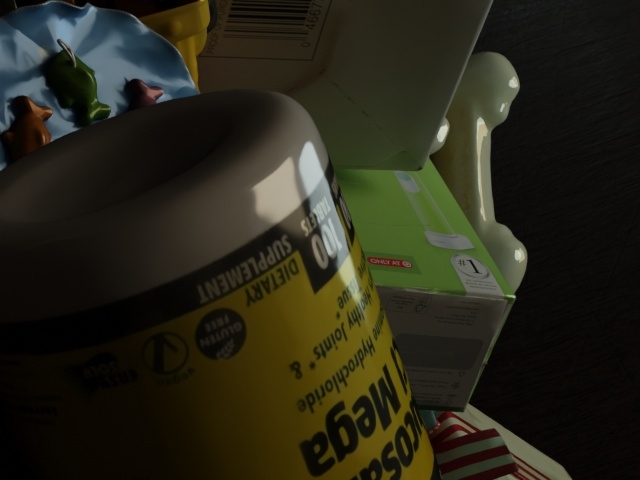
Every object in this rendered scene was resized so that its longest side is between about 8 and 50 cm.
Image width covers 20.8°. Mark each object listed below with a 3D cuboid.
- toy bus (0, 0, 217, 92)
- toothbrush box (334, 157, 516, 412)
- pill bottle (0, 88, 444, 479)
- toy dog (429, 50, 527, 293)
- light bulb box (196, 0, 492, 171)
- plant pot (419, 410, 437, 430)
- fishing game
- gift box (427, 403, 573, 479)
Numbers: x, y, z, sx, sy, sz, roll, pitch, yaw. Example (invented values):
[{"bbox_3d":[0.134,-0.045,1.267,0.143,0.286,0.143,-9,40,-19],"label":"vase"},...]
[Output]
[{"bbox_3d":[-0.145,-0.137,1.172,0.211,0.149,0.220,80,-8,-45],"label":"toy bus"},{"bbox_3d":[0.000,0.000,1.398,0.283,0.206,0.122,-116,-141,-49],"label":"toothbrush box"},{"bbox_3d":[-0.040,0.111,0.842,0.188,0.187,0.334,-105,175,-69],"label":"pill bottle"},{"bbox_3d":[-0.029,-0.118,1.700,0.408,0.395,0.285,30,63,-52],"label":"toy dog"},{"bbox_3d":[-0.009,-0.300,1.318,0.358,0.225,0.361,111,-25,-48],"label":"light bulb box"},{"bbox_3d":[-0.011,0.116,1.568,0.293,0.196,0.293,-20,90,-88],"label":"plant pot"},{"bbox_3d":[-0.117,-0.051,0.952,0.189,0.041,0.264,12,67,-40],"label":"fishing game"},{"bbox_3d":[0.135,0.302,1.673,0.258,0.255,0.276,35,8,-28],"label":"gift box"}]
